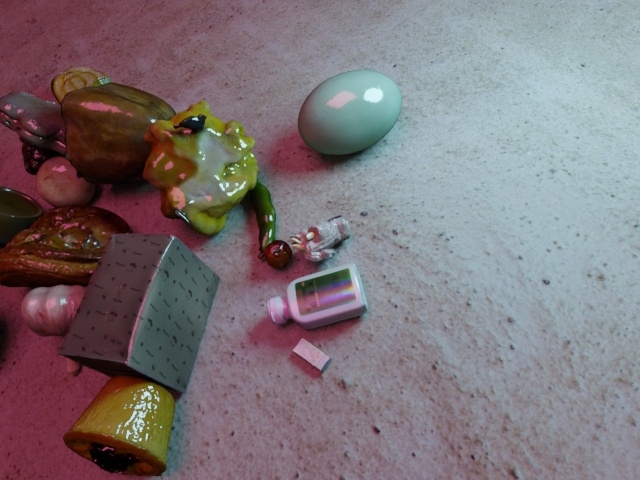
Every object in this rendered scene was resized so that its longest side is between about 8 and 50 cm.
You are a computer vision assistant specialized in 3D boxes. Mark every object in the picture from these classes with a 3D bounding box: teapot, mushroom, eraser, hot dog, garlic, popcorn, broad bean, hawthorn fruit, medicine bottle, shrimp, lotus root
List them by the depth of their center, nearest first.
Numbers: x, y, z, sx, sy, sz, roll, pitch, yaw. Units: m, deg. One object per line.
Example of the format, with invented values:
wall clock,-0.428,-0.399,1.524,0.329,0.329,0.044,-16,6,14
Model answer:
eraser,-0.018,0.251,1.079,0.083,0.019,0.038,30,71,29
medicine bottle,-0.009,0.134,1.109,0.219,0.078,0.115,-17,59,7
hawthorn fruit,-0.103,0.031,1.200,0.077,0.077,0.077,-8,59,13
garlic,-0.634,0.222,1.212,0.199,0.199,0.226,-4,85,15
popcorn,-0.320,-0.192,1.275,0.316,0.297,0.281,-55,18,3
broad bean,-0.149,-0.068,1.290,0.065,0.046,0.254,-24,57,19
hot dog,-0.694,0.026,1.319,0.387,0.174,0.267,-3,38,14
lotus root,-0.561,-0.298,1.452,0.250,0.316,0.316,12,64,7
teapot,-0.949,-0.051,1.463,0.175,0.185,0.268,-57,23,15
mushroom,-0.771,-0.176,1.489,0.166,0.166,0.127,-24,19,2
shrimp,-0.895,-0.319,1.627,0.137,0.172,0.372,-46,38,21

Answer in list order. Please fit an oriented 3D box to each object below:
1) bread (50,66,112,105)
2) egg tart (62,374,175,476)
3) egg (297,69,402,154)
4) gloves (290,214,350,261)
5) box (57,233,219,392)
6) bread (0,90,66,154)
bread,-0.827,-0.514,1.719,0.186,0.124,0.257,-42,57,-17
egg tart,-0.398,0.390,1.017,0.215,0.215,0.171,0,46,17
egg,0.076,-0.333,1.281,0.282,0.203,0.203,-25,57,3
gloves,0.006,-0.002,1.176,0.144,0.110,0.094,-29,99,0
box,-0.399,0.166,1.125,0.190,0.225,0.297,0,60,20
bread,-0.788,-0.327,1.478,0.102,0.337,0.183,-57,34,23
